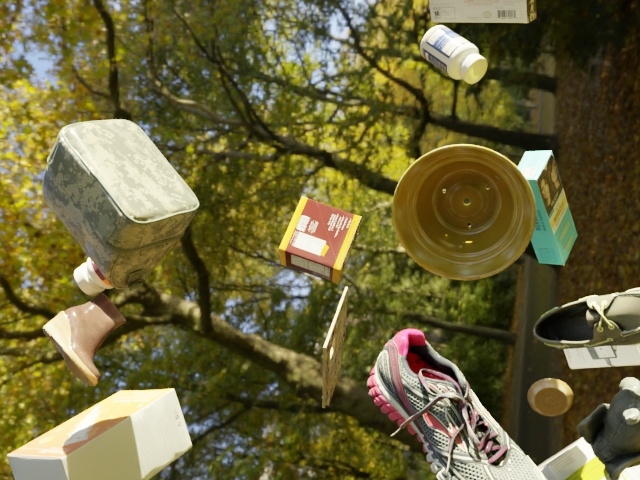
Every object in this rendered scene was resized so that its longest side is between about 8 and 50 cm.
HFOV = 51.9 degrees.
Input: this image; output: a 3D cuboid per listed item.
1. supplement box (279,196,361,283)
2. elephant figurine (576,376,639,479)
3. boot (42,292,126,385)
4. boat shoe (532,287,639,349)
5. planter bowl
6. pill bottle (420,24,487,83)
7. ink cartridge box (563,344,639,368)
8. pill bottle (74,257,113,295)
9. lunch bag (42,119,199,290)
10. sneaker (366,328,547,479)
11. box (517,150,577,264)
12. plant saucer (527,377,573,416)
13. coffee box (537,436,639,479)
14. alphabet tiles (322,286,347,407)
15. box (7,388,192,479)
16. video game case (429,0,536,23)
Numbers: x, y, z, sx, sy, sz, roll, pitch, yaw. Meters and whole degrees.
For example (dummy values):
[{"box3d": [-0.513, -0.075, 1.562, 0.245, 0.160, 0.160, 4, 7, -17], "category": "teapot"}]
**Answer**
[{"box3d": [0.000, 0.000, 2.019, 0.129, 0.194, 0.191, 93, -161, -67], "category": "supplement box"}, {"box3d": [0.630, 0.422, 1.383, 0.239, 0.186, 0.169, -59, 6, 30], "category": "elephant figurine"}, {"box3d": [-0.648, 0.278, 1.901, 0.207, 0.248, 0.090, -31, -22, -37], "category": "boot"}, {"box3d": [0.569, 0.165, 1.338, 0.305, 0.091, 0.109, -32, 58, 56], "category": "boat shoe"}, {"box3d": [0.230, -0.053, 1.049, 0.090, 0.217, 0.217, -46, -37, -65], "category": "planter bowl"}, {"box3d": [0.239, -0.329, 1.174, 0.067, 0.120, 0.067, -24, -39, -22], "category": "pill bottle"}, {"box3d": [0.837, 0.269, 1.817, 0.273, 0.199, 0.114, -31, 75, 65], "category": "ink cartridge box"}, {"box3d": [-0.626, 0.071, 1.995, 0.121, 0.221, 0.121, 55, -171, -14], "category": "pill bottle"}, {"box3d": [-0.443, -0.074, 1.399, 0.213, 0.305, 0.256, -21, -25, -54], "category": "lunch bag"}, {"box3d": [0.185, 0.250, 0.900, 0.121, 0.299, 0.112, -20, -40, -42], "category": "sneaker"}, {"box3d": [0.487, -0.068, 1.425, 0.100, 0.060, 0.244, -54, -51, -31], "category": "box"}, {"box3d": [0.437, 0.302, 1.251, 0.015, 0.084, 0.083, -53, -30, -67], "category": "plant saucer"}, {"box3d": [0.642, 0.693, 1.592, 0.338, 0.334, 0.337, -13, -32, -39], "category": "coffee box"}, {"box3d": [0.033, 0.256, 1.500, 0.198, 0.009, 0.237, -66, -18, -50], "category": "alphabet tiles"}, {"box3d": [-0.519, 0.507, 1.584, 0.345, 0.215, 0.168, -26, -77, -56], "category": "box"}, {"box3d": [0.314, -0.542, 1.310, 0.042, 0.232, 0.210, -34, -55, -35], "category": "video game case"}]
